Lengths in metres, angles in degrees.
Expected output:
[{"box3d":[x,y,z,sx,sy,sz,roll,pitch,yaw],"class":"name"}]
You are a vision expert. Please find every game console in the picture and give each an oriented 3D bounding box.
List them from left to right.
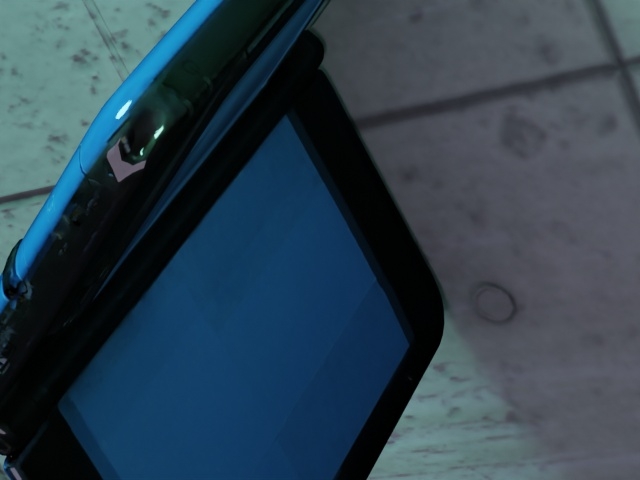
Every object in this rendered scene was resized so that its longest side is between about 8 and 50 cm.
[{"box3d":[0.000,0.000,0.708,0.173,0.293,0.250,36,132,-3],"class":"game console"}]
